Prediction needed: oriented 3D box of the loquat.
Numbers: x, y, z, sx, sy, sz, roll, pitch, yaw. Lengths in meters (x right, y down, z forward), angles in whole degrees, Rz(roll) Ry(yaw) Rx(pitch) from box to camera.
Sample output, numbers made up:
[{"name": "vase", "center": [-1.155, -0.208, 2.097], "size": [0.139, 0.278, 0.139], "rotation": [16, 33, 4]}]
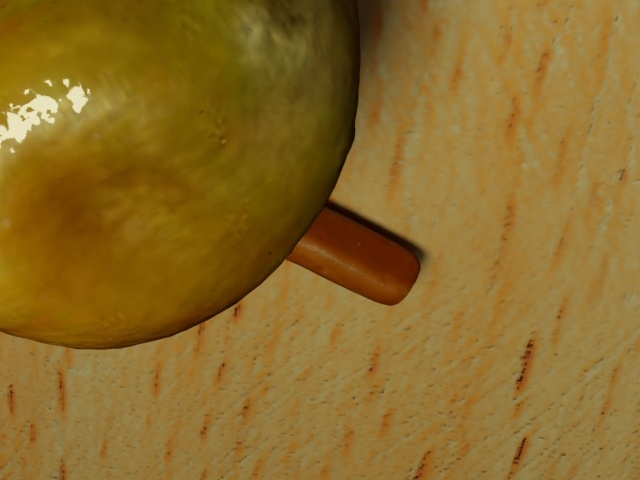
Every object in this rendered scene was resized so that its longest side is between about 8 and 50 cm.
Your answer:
[{"name": "loquat", "center": [-0.123, -0.087, 1.028], "size": [0.276, 0.276, 0.284], "rotation": [30, 116, -21]}]

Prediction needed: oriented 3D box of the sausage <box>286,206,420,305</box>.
[{"name": "sausage", "center": [0.000, 0.000, 1.250], "size": [0.131, 0.041, 0.039], "rotation": [26, 158, -16]}]
